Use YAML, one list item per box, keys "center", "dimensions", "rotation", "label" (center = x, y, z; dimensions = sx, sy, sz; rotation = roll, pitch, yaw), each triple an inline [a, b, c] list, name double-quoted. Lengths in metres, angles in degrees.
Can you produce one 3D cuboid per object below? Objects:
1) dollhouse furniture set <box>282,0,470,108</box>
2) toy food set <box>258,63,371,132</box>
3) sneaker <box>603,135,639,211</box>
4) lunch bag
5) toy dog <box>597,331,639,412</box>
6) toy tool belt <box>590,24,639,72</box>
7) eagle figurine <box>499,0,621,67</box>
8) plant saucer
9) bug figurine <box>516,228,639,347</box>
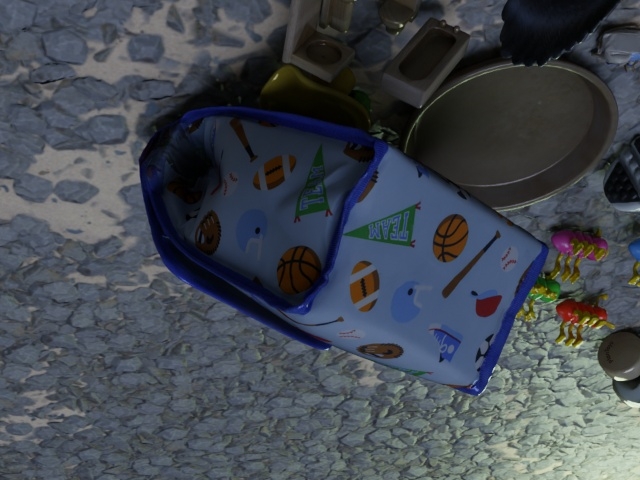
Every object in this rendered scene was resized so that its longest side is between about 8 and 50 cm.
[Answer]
- center: [0.068, -0.235, 1.027]
  dimensions: [0.151, 0.144, 0.123]
  rotation: [29, 143, 13]
  label: "dollhouse furniture set"
- center: [-0.003, -0.160, 1.162]
  dimensions: [0.128, 0.071, 0.218]
  rotation: [17, 164, -3]
  label: "toy food set"
- center: [0.513, -0.111, 1.301]
  dimensions: [0.292, 0.110, 0.118]
  rotation: [-28, 147, 26]
  label: "sneaker"
- center: [0.000, 0.000, 1.168]
  dimensions: [0.328, 0.385, 0.238]
  rotation: [30, 86, -43]
  label: "lunch bag"
- center: [0.631, 0.215, 1.690]
  dimensions: [0.220, 0.161, 0.334]
  rotation: [22, 134, -33]
  label: "toy dog"
- center: [0.365, -0.224, 1.176]
  dimensions: [0.083, 0.052, 0.051]
  rotation: [0, 174, -4]
  label: "toy tool belt"
- center: [0.270, -0.326, 0.916]
  dimensions: [0.226, 0.225, 0.298]
  rotation: [-14, 133, -8]
  label: "eagle figurine"
- center: [0.234, -0.136, 1.268]
  dimensions: [0.278, 0.041, 0.278]
  rotation: [-4, 142, -3]
  label: "plant saucer"
- center: [0.411, 0.058, 1.523]
  dimensions: [0.216, 0.072, 0.279]
  rotation: [15, 142, -18]
  label: "bug figurine"
